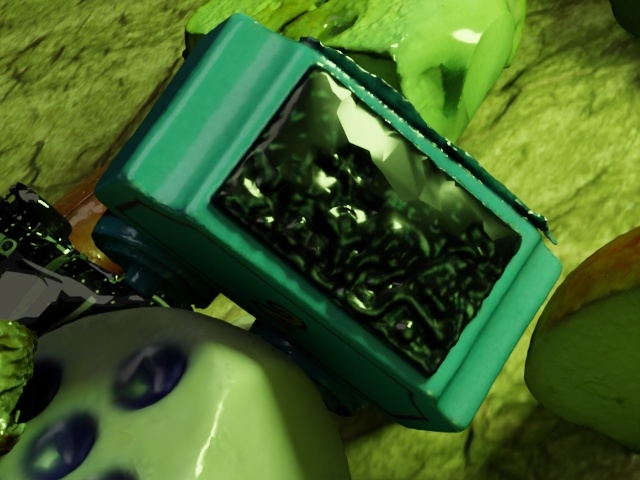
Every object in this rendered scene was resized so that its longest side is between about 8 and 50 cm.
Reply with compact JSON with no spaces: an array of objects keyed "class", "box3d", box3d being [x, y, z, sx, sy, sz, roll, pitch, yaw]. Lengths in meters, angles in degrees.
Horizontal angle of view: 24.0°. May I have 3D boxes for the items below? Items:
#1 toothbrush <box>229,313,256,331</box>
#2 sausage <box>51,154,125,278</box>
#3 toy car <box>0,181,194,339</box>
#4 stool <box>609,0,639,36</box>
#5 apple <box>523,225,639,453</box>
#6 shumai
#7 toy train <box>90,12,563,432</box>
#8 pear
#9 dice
[{"class":"toothbrush","box3d":[-0.047,0.066,1.322,0.307,0.029,0.025,-18,36,16]},{"class":"sausage","box3d":[-0.260,0.025,1.457,0.330,0.102,0.102,-37,38,-7]},{"class":"toy car","box3d":[-0.247,0.070,1.316,0.301,0.118,0.193,31,76,27]},{"class":"stool","box3d":[0.332,-0.265,1.350,0.153,0.139,0.228,-36,35,-4]},{"class":"apple","box3d":[0.312,0.052,1.000,0.346,0.179,0.254,-6,8,28]},{"class":"shumai","box3d":[-0.226,0.100,0.960,0.099,0.124,0.087,-9,78,-2]},{"class":"toy train","box3d":[0.000,0.000,1.056,0.188,0.300,0.265,-57,14,-16]},{"class":"pear","box3d":[0.063,-0.201,1.435,0.286,0.176,0.282,12,52,36]},{"class":"dice","box3d":[-0.123,0.216,1.021,0.243,0.259,0.251,-7,43,26]}]
